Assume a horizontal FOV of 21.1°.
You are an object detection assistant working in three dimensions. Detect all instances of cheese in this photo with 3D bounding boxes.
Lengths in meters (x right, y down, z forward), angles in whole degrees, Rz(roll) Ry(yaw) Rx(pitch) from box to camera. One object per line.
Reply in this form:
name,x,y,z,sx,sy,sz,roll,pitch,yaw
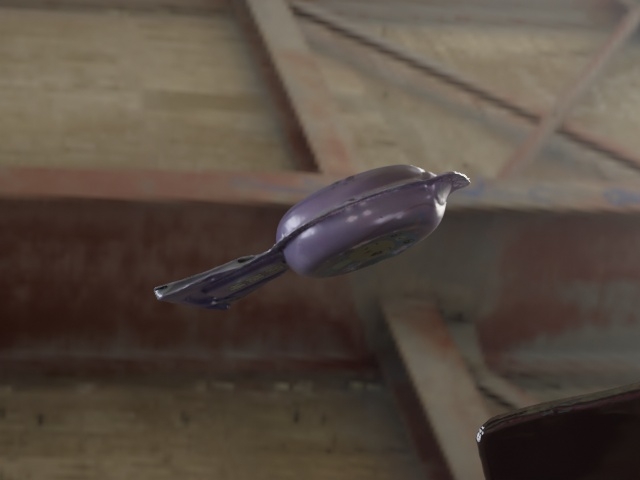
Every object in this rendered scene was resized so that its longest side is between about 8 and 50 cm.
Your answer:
cheese,0.000,0.000,1.023,0.191,0.042,0.105,-23,166,16

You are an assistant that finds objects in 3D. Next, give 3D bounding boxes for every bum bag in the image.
bum bag,0.146,0.150,0.899,0.109,0.159,0.026,-14,-153,4
